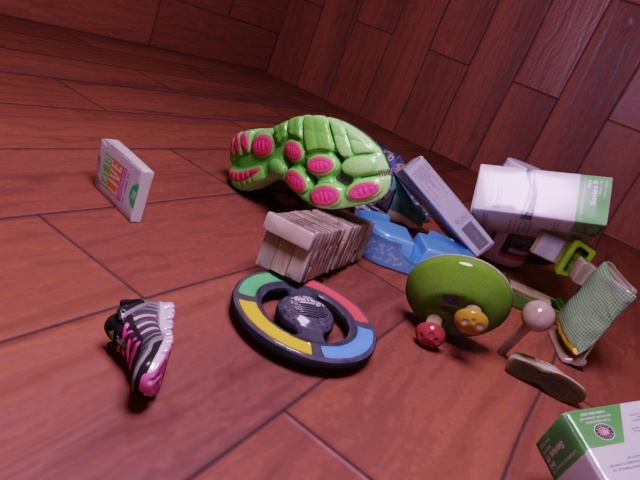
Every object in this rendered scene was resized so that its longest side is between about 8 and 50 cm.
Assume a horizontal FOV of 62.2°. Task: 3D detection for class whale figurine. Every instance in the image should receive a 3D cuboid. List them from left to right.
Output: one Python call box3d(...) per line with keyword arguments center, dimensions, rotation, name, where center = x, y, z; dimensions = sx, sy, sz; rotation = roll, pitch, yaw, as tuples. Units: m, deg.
box3d(center=(0.177, -0.135, 1.469), dimensions=(0.272, 0.141, 0.216), rotation=(29, 21, 11), name="whale figurine")

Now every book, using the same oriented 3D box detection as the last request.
box3d(center=(-0.351, -0.108, 0.943), dimensions=(0.144, 0.096, 0.035), rotation=(36, 24, 34), name="book")

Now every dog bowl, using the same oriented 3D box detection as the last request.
box3d(center=(0.208, 0.021, 1.217), dimensions=(0.298, 0.074, 0.166), rotation=(19, 21, -11), name="dog bowl")

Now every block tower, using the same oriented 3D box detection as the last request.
box3d(center=(0.000, 0.000, 0.983), dimensions=(0.091, 0.097, 0.335), rotation=(25, 12, 19), name="block tower")

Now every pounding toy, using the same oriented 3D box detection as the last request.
box3d(center=(0.249, 0.137, 0.896), dimensions=(0.237, 0.183, 0.110), rotation=(26, 46, 1), name="pounding toy")

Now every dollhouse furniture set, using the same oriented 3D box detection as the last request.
box3d(center=(0.509, 0.103, 1.143), dimensions=(0.151, 0.197, 0.301), rotation=(25, 20, 4), name="dollhouse furniture set")

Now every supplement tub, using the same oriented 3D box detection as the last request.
box3d(center=(0.547, -0.078, 1.514), dimensions=(0.191, 0.272, 0.191), rotation=(20, 21, -8), name="supplement tub")

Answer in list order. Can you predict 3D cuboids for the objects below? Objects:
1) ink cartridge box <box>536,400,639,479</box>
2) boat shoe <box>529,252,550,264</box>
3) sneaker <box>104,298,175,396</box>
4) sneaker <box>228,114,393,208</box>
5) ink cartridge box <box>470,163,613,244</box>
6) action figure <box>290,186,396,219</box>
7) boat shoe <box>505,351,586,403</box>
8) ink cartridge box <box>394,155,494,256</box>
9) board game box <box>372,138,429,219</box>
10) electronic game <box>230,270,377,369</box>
box3d(center=(0.363, 0.291, 0.577), dimensions=(0.153, 0.086, 0.208), rotation=(-2, 45, -14), name="ink cartridge box")
box3d(center=(0.717, 0.013, 1.718), dimensions=(0.307, 0.110, 0.104), rotation=(15, 16, -46), name="boat shoe")
box3d(center=(-0.208, 0.114, 0.597), dimensions=(0.075, 0.063, 0.170), rotation=(15, 17, -19), name="sneaker")
box3d(center=(-0.014, -0.175, 1.147), dimensions=(0.202, 0.185, 0.483), rotation=(-7, 16, -38), name="sneaker")
box3d(center=(0.521, -0.085, 1.290), dimensions=(0.289, 0.121, 0.211), rotation=(9, -9, 17), name="ink cartridge box")
box3d(center=(0.040, -0.136, 1.351), dimensions=(0.285, 0.099, 0.185), rotation=(26, 56, 14), name="action figure")
box3d(center=(0.391, 0.232, 0.919), dimensions=(0.135, 0.050, 0.045), rotation=(28, 27, 14), name="boat shoe")
box3d(center=(0.306, -0.090, 1.357), dimensions=(0.275, 0.060, 0.239), rotation=(49, 7, -3), name="ink cartridge box")
box3d(center=(0.235, -0.181, 1.588), dimensions=(0.243, 0.042, 0.165), rotation=(50, 0, -35), name="board game box")
box3d(center=(-0.023, 0.113, 0.799), dimensions=(0.229, 0.048, 0.229), rotation=(19, 21, -8), name="electronic game")
